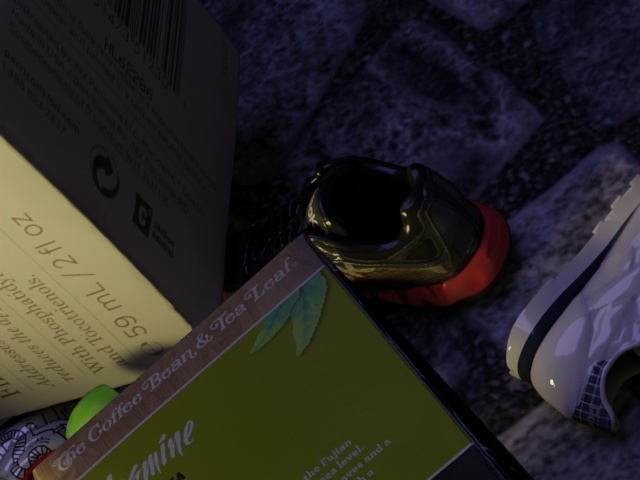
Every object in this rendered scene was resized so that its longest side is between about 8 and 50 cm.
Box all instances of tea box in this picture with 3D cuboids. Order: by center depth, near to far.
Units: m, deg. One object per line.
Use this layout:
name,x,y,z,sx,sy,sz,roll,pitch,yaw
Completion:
tea box,0.059,0.230,1.079,0.220,0.329,0.323,-41,43,2

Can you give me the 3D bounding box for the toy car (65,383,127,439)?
toy car,-0.089,0.178,1.336,0.225,0.053,0.239,34,81,11

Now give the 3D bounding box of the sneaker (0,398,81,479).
sneaker,-0.290,0.203,1.514,0.270,0.090,0.145,-35,42,3

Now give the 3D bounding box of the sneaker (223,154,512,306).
sneaker,0.000,0.000,1.440,0.276,0.135,0.098,-10,54,30

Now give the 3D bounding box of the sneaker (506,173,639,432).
sneaker,0.233,0.025,1.308,0.095,0.090,0.235,35,84,33

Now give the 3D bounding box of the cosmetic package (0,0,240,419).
cosmetic package,-0.312,-0.072,1.453,0.393,0.329,0.327,-17,49,23
